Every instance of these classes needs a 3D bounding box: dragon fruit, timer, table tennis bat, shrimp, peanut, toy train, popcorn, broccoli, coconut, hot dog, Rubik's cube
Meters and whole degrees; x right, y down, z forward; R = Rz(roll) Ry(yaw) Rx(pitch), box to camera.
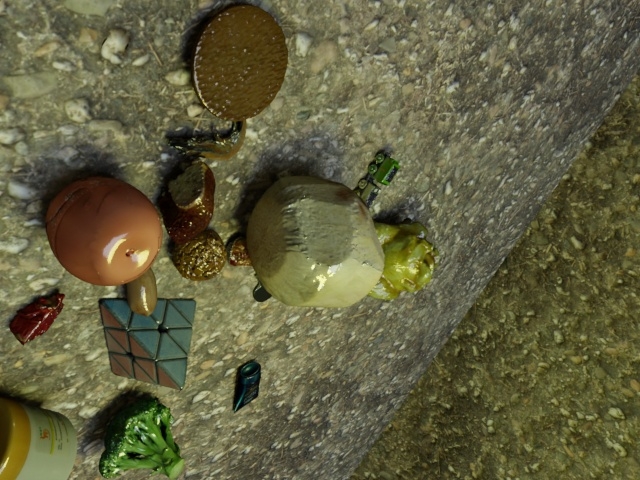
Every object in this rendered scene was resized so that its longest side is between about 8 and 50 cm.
[{"bbox_3d":[-0.667,0.170,1.391,0.131,0.063,0.097,-53,179,8],"label":"dragon fruit"},{"bbox_3d":[-0.461,-0.021,1.268,0.230,0.215,0.229,-36,146,-30],"label":"timer"},{"bbox_3d":[-0.185,0.151,1.936,0.095,0.014,0.158,-37,147,-13],"label":"table tennis bat"},{"bbox_3d":[-0.256,-0.257,1.403,0.219,0.046,0.152,-10,132,-47],"label":"shrimp"},{"bbox_3d":[-0.465,0.126,1.536,0.076,0.076,0.152,-15,113,-40],"label":"peanut"},{"bbox_3d":[0.180,-0.192,1.934,0.060,0.081,0.202,12,116,-54],"label":"toy train"},{"bbox_3d":[0.275,0.092,2.164,0.325,0.290,0.321,-47,150,-37],"label":"popcorn"},{"bbox_3d":[-0.538,0.628,1.800,0.269,0.269,0.254,-45,162,-4],"label":"broccoli"},{"bbox_3d":[0.000,0.000,1.676,0.416,0.345,0.414,9,77,-43],"label":"coconut"},{"bbox_3d":[-0.201,0.034,1.761,0.191,0.059,0.108,-1,121,-46],"label":"hot dog"},{"bbox_3d":[-0.472,0.278,1.623,0.229,0.228,0.233,3,86,-7],"label":"Rubik's cube"}]

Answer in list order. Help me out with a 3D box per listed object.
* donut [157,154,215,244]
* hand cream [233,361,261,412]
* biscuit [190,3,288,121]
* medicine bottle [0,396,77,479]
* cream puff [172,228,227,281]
[{"bbox_3d":[-0.307,-0.087,1.423,0.187,0.126,0.144,-30,137,20],"label":"donut"},{"bbox_3d":[-0.274,0.555,2.228,0.120,0.061,0.270,-30,151,-33],"label":"hand cream"},{"bbox_3d":[-0.180,-0.395,1.325,0.262,0.037,0.261,-25,129,-36],"label":"biscuit"},{"bbox_3d":[-0.768,0.518,1.452,0.238,0.238,0.232,-45,149,-4],"label":"medicine bottle"},{"bbox_3d":[-0.317,0.043,1.581,0.150,0.115,0.165,-53,146,13],"label":"cream puff"}]
